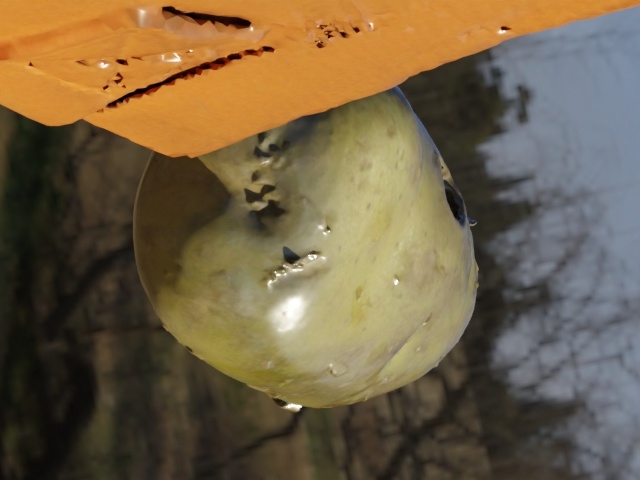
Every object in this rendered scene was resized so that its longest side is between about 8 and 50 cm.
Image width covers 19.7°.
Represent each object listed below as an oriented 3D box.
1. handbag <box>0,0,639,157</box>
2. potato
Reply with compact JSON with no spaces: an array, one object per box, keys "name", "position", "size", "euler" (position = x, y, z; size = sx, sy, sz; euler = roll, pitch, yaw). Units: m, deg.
[{"name":"handbag","position":[-0.076,-0.124,0.455],"size":[0.410,0.303,0.116],"euler":[9,68,-49]},{"name":"potato","position":[0.000,0.000,1.061],"size":[0.296,0.141,0.191],"euler":[36,77,-53]}]
